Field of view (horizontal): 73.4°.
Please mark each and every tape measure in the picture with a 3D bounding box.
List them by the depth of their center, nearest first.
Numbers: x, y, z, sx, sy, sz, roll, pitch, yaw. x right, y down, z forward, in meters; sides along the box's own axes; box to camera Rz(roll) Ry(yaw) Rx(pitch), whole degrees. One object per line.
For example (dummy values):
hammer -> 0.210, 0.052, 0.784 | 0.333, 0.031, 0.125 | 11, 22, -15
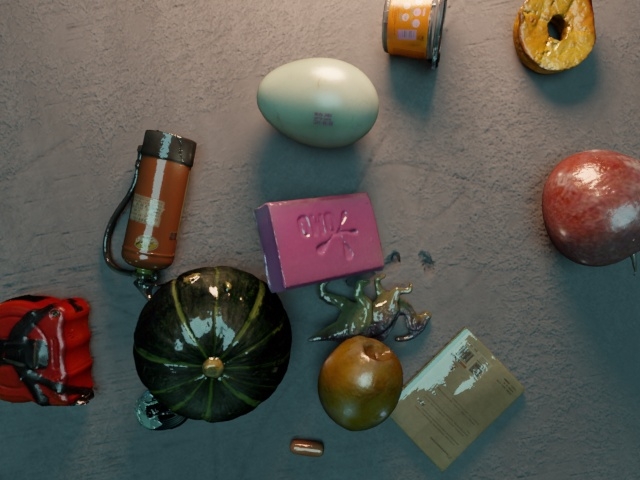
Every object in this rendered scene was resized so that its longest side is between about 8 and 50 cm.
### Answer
tape measure -> -0.653, 0.252, 0.978 | 0.259, 0.114, 0.254 | -1, 92, 1

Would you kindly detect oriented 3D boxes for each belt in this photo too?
belt -> -0.365, 0.387, 1.008 | 0.139, 0.058, 0.106 | -14, 89, 2

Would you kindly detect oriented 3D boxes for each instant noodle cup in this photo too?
instant noodle cup -> 0.202, -0.468, 0.927 | 0.125, 0.178, 0.208 | 8, 61, 15

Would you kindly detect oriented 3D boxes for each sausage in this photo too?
sausage -> -0.032, 0.494, 1.022 | 0.083, 0.034, 0.034 | 6, 92, 1

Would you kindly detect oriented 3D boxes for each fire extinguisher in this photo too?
fire extinguisher -> -0.392, -0.055, 0.984 | 0.200, 0.113, 0.377 | 12, 91, 42

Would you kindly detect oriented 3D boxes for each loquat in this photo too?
loquat -> 0.083, 0.315, 0.937 | 0.179, 0.179, 0.228 | 20, 122, 0

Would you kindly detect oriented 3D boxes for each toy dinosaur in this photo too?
toy dinosaur -> 0.114, 0.164, 0.986 | 0.293, 0.077, 0.162 | -4, 94, 0

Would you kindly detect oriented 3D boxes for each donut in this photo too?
donut -> 0.517, -0.468, 0.963 | 0.174, 0.074, 0.191 | -29, 96, 0

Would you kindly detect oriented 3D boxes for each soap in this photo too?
soap -> 0.001, 0.000, 0.915 | 0.259, 0.081, 0.181 | -8, 83, -31

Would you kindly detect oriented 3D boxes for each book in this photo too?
book -> 0.316, 0.376, 1.020 | 0.282, 0.025, 0.215 | -43, 90, 1

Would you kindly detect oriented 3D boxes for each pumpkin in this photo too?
pumpkin -> -0.217, 0.210, 0.893 | 0.322, 0.241, 0.324 | -4, 103, -19

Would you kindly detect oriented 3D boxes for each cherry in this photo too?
cherry -> 0.607, -0.059, 0.909 | 0.235, 0.213, 0.286 | -22, 83, -7

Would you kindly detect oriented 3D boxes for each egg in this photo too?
egg -> -0.007, -0.293, 0.918 | 0.263, 0.183, 0.183 | 10, 92, 7
